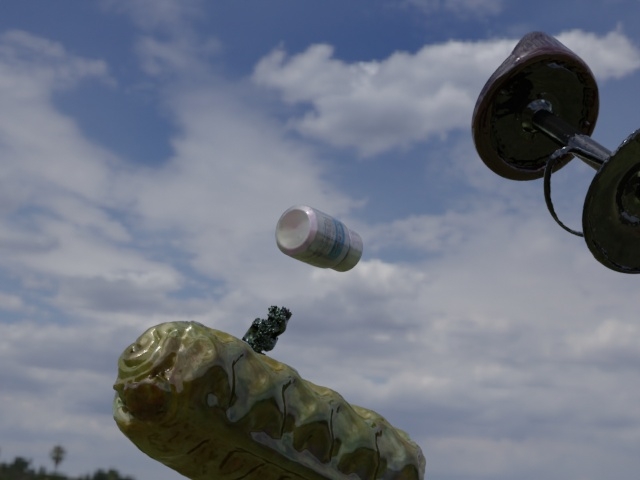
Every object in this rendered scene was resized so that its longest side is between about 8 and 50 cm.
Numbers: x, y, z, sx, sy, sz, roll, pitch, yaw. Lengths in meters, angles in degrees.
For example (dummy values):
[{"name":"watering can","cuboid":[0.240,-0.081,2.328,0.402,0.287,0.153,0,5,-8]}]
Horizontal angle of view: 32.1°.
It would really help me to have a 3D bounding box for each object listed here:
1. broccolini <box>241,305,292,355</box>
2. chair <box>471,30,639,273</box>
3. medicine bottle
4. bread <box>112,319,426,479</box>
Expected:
[{"name":"broccolini","cuboid":[-0.082,0.154,1.467,0.071,0.057,0.254,-6,-23,-12]},{"name":"chair","cuboid":[0.371,-0.140,1.591,0.226,0.226,0.401,13,21,-27]},{"name":"medicine bottle","cuboid":[0.000,0.000,1.082,0.052,0.052,0.089,-6,-18,35]},{"name":"bread","cuboid":[-0.036,0.140,0.805,0.098,0.087,0.269,-39,-51,22]}]
